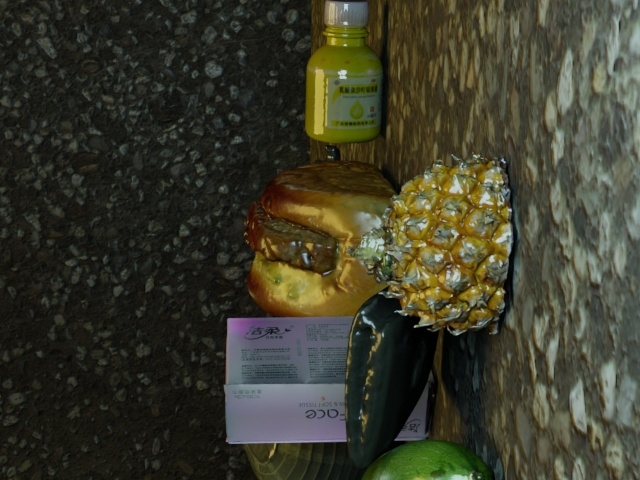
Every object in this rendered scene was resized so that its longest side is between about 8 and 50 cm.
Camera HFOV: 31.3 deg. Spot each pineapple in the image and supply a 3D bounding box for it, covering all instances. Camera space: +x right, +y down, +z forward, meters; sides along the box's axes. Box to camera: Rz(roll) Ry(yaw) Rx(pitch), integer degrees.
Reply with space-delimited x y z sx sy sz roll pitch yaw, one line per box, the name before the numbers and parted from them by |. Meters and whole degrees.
pineapple | 0.092 0.005 1.038 0.176 0.136 0.162 104 165 -71

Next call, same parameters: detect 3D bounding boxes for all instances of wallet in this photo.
wallet | 0.088 0.114 1.180 0.245 0.052 0.169 -34 -49 -63

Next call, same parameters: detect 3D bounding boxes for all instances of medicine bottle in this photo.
medicine bottle | 0.038 -0.265 1.775 0.122 0.121 0.213 -105 16 -72

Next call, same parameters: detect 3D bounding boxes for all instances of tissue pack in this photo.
tissue pack | 0.008 0.166 1.400 0.149 0.246 0.093 -96 6 -60

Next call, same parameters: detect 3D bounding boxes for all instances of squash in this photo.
squash | 0.095 0.266 1.190 0.395 0.107 0.107 111 159 -76

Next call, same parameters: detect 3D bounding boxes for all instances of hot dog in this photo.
hot dog | 0.001 -0.002 1.653 0.405 0.223 0.185 -109 16 -77

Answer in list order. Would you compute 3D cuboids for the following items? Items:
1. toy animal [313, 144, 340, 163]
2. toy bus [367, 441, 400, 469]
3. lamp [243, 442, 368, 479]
toy animal | 0.025 -0.055 1.938 0.146 0.114 0.245 -65 -31 -34
toy bus | 0.089 0.311 1.572 0.072 0.057 0.172 81 -175 -56
lamp | -0.007 0.290 1.769 0.233 0.233 0.265 102 158 -69
